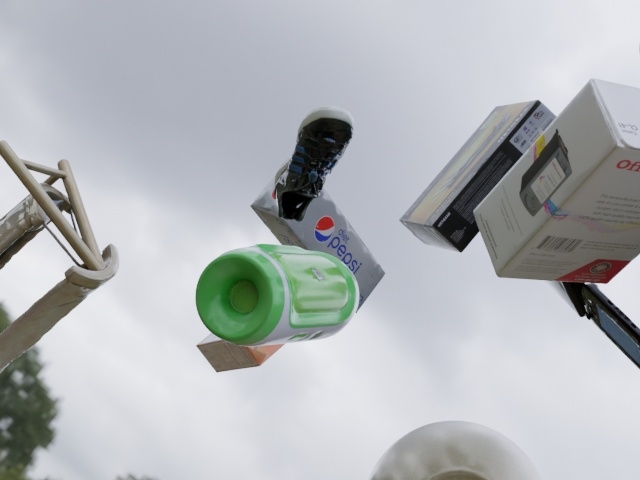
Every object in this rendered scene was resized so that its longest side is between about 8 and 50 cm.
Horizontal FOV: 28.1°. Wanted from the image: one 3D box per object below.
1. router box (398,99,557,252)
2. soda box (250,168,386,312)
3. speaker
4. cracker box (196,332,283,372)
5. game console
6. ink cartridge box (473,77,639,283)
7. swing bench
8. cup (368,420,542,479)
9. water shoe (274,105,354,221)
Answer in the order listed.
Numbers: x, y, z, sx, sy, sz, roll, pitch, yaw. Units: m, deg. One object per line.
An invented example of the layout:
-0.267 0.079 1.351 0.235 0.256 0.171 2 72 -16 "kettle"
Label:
0.301 -0.123 2.416 0.081 0.309 0.243 41 -5 -10 "router box"
0.000 0.000 2.230 0.091 0.098 0.286 21 -22 44 "soda box"
-0.050 0.073 1.695 0.131 0.131 0.296 28 9 21 "speaker"
-0.103 0.145 2.145 0.067 0.155 0.232 53 -23 -8 "cracker box"
0.448 0.097 2.114 0.361 0.044 0.213 50 -2 42 "game console"
0.400 -0.074 1.836 0.226 0.131 0.306 6 -40 -30 "ink cartridge box"
-0.447 0.039 1.862 0.255 0.253 0.165 58 17 20 "swing bench"
0.228 0.466 2.146 0.331 0.331 0.237 33 -5 10 "cup"
-0.006 -0.098 1.710 0.072 0.080 0.203 9 -34 -16 "water shoe"
